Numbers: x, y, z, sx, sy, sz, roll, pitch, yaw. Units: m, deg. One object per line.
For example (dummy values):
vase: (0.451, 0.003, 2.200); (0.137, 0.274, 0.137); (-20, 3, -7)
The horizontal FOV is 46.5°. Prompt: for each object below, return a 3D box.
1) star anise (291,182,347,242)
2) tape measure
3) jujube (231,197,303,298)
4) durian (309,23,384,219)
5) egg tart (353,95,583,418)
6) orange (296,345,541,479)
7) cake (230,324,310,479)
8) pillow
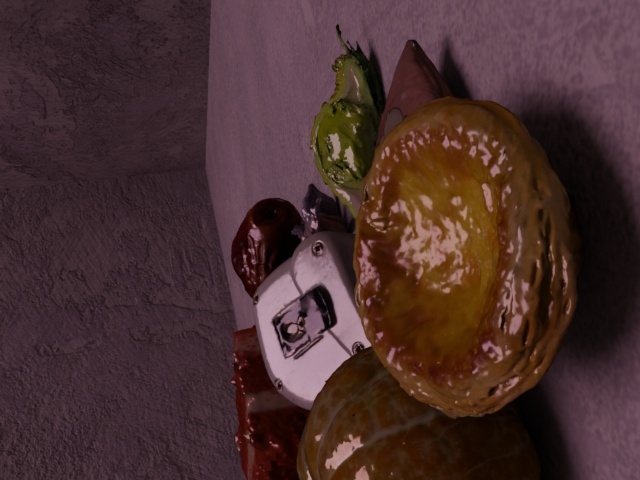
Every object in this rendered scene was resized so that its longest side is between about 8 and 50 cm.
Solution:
star anise: (0.000, 0.000, 1.441); (0.236, 0.093, 0.229); (117, 144, -74)
tape measure: (0.020, 0.132, 1.132); (0.265, 0.130, 0.258); (-40, 63, 30)
jujube: (-0.097, 0.033, 1.649); (0.290, 0.197, 0.197); (88, 167, -50)
durian: (0.049, -0.153, 1.157); (0.132, 0.106, 0.375); (-178, 76, -70)
egg tart: (0.149, 0.016, 0.729); (0.319, 0.128, 0.319); (-12, 76, 61)
orange: (0.109, 0.275, 0.861); (0.329, 0.249, 0.329); (165, 90, -76)
cake: (-0.015, 0.320, 1.328); (0.320, 0.270, 0.270); (-114, 21, -51)
pillow: (0.126, -0.093, 0.920); (0.236, 0.084, 0.223); (109, 148, -51)
